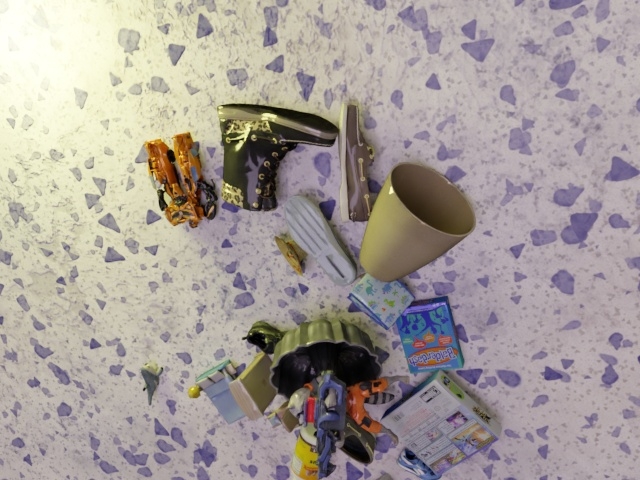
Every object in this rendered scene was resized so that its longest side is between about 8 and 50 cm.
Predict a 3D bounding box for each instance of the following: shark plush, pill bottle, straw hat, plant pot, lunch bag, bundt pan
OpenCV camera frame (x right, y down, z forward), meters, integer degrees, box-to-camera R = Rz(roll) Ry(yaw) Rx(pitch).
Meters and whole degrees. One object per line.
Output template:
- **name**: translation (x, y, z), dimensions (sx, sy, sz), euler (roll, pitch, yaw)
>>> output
- **shark plush**: translation (-0.607, 0.501, 2.166), dimensions (0.073, 0.067, 0.161), euler (21, 112, 12)
- **pill bottle**: translation (-0.029, 0.695, 1.998), dimensions (0.117, 0.117, 0.215), euler (19, 112, 13)
- **straw hat**: translation (-0.071, 0.030, 1.832), dimensions (0.061, 0.144, 0.144), euler (-34, 94, -13)
- **plant pot**: translation (0.222, -0.022, 1.637), dimensions (0.256, 0.256, 0.274), euler (39, 129, 4)
- **lunch bag**: translation (0.173, 0.159, 1.749), dimensions (0.151, 0.096, 0.129), euler (40, 79, 9)
- **bundt pan**: translation (0.011, 0.347, 1.817), dimensions (0.331, 0.124, 0.331), euler (-3, 134, -3)

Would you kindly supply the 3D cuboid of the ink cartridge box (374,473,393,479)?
- **ink cartridge box**: translation (0.237, 0.847, 1.960), dimensions (0.060, 0.104, 0.180), euler (-40, 90, 25)

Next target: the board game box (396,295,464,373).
- **board game box**: translation (0.312, 0.274, 1.785), dimensions (0.160, 0.047, 0.210), euler (-12, 103, 22)

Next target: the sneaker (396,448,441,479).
- **sneaker**: translation (0.308, 0.694, 1.916), dimensions (0.144, 0.053, 0.059), euler (19, 110, 12)

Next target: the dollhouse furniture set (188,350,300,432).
- **dollhouse furniture set**: translation (-0.268, 0.547, 1.991), dimensions (0.303, 0.198, 0.286), euler (-30, 95, 25)

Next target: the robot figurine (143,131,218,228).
- **robot figurine**: translation (-0.430, -0.172, 1.884), dimensions (0.211, 0.085, 0.291), euler (-9, 103, 22)

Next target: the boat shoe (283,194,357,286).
- **boat shoe**: translation (0.000, 0.000, 1.781), dimensions (0.109, 0.094, 0.302), euler (-32, 95, 15)

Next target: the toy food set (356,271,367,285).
- **toy food set**: translation (0.144, 0.157, 1.823), dimensions (0.078, 0.019, 0.122), euler (-28, 96, 24)

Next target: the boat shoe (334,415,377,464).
- **boat shoe**: translation (0.065, 0.575, 1.876), dimensions (0.109, 0.091, 0.305), euler (-32, 121, 25)

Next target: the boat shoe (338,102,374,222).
- **boat shoe**: translation (0.098, -0.209, 1.677), dimensions (0.097, 0.116, 0.324), euler (-2, 101, 1)

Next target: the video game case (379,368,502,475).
- **video game case**: translation (0.350, 0.542, 1.826), dimensions (0.244, 0.061, 0.269), euler (44, 126, 3)

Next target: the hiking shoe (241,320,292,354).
- **hiking shoe**: translation (-0.128, 0.326, 1.918), dimensions (0.227, 0.114, 0.086), euler (12, 111, 15)

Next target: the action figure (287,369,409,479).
- **action figure**: translation (0.063, 0.500, 1.770), dimensions (0.330, 0.178, 0.341), euler (9, 108, -8)

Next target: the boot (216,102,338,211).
- **boot**: translation (-0.133, -0.222, 1.727), dimensions (0.377, 0.138, 0.284), euler (15, 111, 23)
